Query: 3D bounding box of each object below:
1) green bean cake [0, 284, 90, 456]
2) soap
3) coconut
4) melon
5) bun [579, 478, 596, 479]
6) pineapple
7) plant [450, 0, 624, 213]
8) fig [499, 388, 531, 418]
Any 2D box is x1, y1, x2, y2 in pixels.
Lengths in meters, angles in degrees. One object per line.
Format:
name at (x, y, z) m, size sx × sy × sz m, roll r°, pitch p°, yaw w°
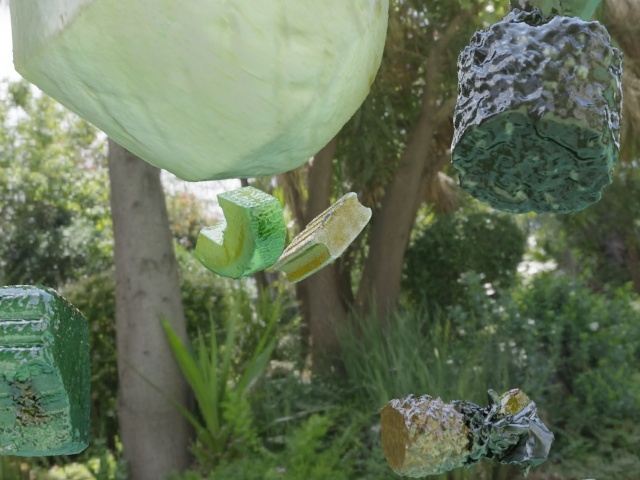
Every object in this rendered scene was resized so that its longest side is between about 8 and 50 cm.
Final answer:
green bean cake at (-0.570, 0.264, 1.495) m, size 0.169 × 0.300 × 0.308 m, roll -3°, pitch -21°, yaw -4°
soap at (0.000, 0.000, 1.534) m, size 0.140 × 0.073 × 0.232 m, roll -48°, pitch 6°, yaw -28°
coconut at (-0.127, -0.272, 0.772) m, size 0.344 × 0.415 × 0.415 m, roll -29°, pitch -25°, yaw 31°
melon at (-0.115, -0.005, 1.082) m, size 0.064 × 0.118 × 0.209 m, roll -28°, pitch -20°, yaw -33°
bun at (0.104, 0.180, 0.182) m, size 0.263 × 0.263 × 0.175 m, roll -9°, pitch -26°, yaw -7°
pineapple at (0.199, 0.259, 1.002) m, size 0.237 × 0.119 × 0.111 m, roll 2°, pitch -20°, yaw -22°
plant at (0.290, -0.206, 1.009) m, size 0.213 × 0.312 × 0.215 m, roll -3°, pitch -33°, yaw 21°
fig at (0.309, 0.276, 1.209) m, size 0.074 × 0.088 × 0.074 m, roll 1°, pitch 17°, yaw 0°
